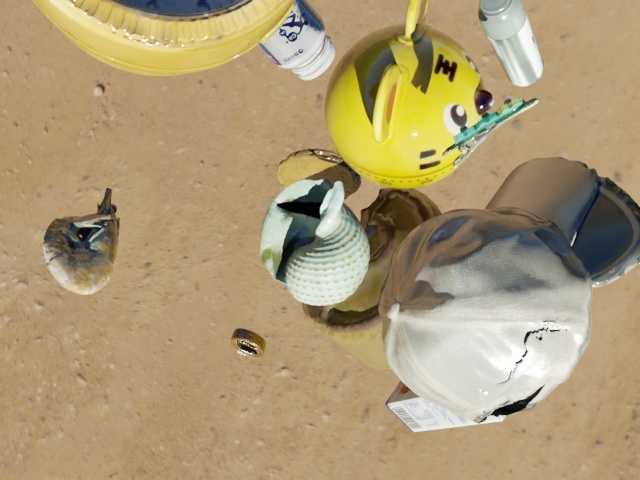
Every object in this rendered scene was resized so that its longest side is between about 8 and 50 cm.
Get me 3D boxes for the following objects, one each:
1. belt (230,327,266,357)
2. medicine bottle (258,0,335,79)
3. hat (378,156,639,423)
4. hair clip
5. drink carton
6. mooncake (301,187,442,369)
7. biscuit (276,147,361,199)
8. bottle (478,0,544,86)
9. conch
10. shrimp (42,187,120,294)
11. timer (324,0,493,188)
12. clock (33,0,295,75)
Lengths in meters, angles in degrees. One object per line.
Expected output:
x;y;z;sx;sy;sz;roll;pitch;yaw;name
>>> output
-0.163;0.231;1.484;0.083;0.059;0.036;32;41;-16;belt
-0.062;-0.347;1.056;0.191;0.107;0.107;39;72;-41;medicine bottle
0.154;0.023;0.597;0.161;0.232;0.275;39;56;-9;hat
0.259;-0.179;1.035;0.049;0.173;0.049;32;38;-30;hair clip
0.290;0.332;1.459;0.106;0.315;0.130;45;56;-8;drink carton
0.156;0.082;1.549;0.246;0.393;0.394;36;52;-36;mooncake
-0.004;-0.170;1.749;0.226;0.226;0.042;21;56;-22;biscuit
0.362;-0.390;1.258;0.253;0.079;0.096;31;35;-56;bottle
0.006;0.004;1.036;0.131;0.172;0.200;16;101;-49;conch
-0.528;-0.012;1.483;0.168;0.077;0.317;41;30;-35;shrimp
0.175;-0.294;1.349;0.376;0.387;0.376;-2;63;5;timer
-0.095;-0.273;0.514;0.244;0.200;0.317;37;77;-10;clock
